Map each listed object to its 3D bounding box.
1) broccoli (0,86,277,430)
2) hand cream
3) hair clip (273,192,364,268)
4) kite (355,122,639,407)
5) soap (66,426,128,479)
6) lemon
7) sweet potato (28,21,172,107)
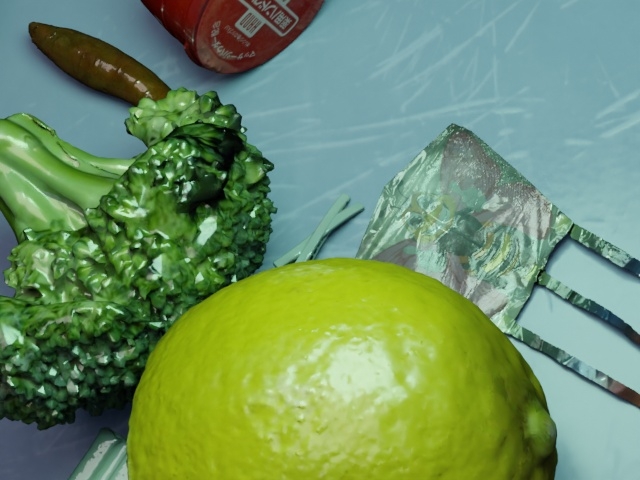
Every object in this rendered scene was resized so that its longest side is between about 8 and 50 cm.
[{"bbox_3d":[-0.192,0.008,1.500,0.339,0.277,0.317,-20,71,4],"label":"broccoli"},{"bbox_3d":[-0.094,-0.285,1.625,0.193,0.193,0.125,-41,64,-2],"label":"hand cream"},{"bbox_3d":[-0.001,-0.001,1.586,0.030,0.039,0.115,38,72,15],"label":"hair clip"},{"bbox_3d":[0.207,0.026,1.521,0.360,0.022,0.204,29,80,23],"label":"kite"},{"bbox_3d":[-0.215,0.323,1.491,0.150,0.094,0.261,32,80,18],"label":"soap"},{"bbox_3d":[0.039,0.176,1.321,0.364,0.364,0.364,-5,69,13],"label":"lemon"},{"bbox_3d":[-0.226,-0.183,1.698,0.265,0.057,0.057,30,80,21],"label":"sweet potato"}]
